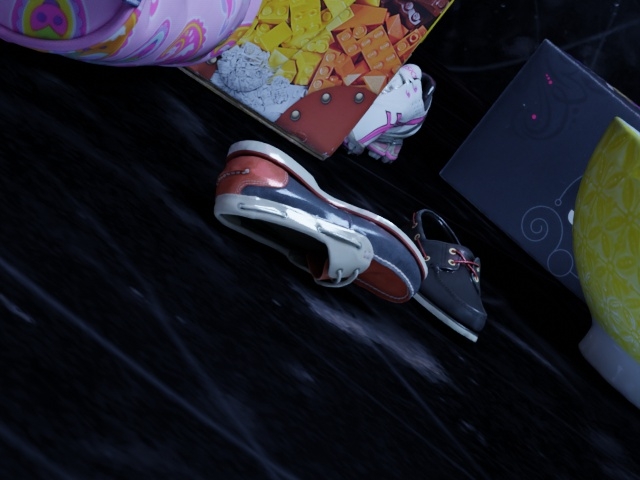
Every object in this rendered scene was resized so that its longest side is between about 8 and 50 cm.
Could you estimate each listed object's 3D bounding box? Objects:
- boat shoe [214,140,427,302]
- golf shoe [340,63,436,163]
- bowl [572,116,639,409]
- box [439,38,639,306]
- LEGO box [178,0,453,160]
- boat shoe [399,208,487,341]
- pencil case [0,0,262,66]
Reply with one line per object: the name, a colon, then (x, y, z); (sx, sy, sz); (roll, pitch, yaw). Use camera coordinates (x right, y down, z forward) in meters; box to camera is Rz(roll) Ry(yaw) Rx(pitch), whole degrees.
boat shoe: (0.000, 0.000, 0.961); (0.137, 0.049, 0.043); (35, 52, -31)
golf shoe: (0.039, -0.114, 1.479); (0.067, 0.086, 0.186); (42, 12, 13)
bowl: (0.284, 0.056, 1.376); (0.289, 0.156, 0.289); (36, 11, -8)
box: (0.272, -0.032, 1.698); (0.270, 0.165, 0.143); (42, 12, 25)
LEGO box: (-0.036, -0.348, 1.437); (0.193, 0.372, 0.500); (31, 12, -34)
boat shoe: (0.075, 0.019, 1.140); (0.049, 0.042, 0.133); (36, 11, -24)
pencil case: (-0.113, -0.160, 1.057); (0.124, 0.124, 0.284); (39, 9, 7)
